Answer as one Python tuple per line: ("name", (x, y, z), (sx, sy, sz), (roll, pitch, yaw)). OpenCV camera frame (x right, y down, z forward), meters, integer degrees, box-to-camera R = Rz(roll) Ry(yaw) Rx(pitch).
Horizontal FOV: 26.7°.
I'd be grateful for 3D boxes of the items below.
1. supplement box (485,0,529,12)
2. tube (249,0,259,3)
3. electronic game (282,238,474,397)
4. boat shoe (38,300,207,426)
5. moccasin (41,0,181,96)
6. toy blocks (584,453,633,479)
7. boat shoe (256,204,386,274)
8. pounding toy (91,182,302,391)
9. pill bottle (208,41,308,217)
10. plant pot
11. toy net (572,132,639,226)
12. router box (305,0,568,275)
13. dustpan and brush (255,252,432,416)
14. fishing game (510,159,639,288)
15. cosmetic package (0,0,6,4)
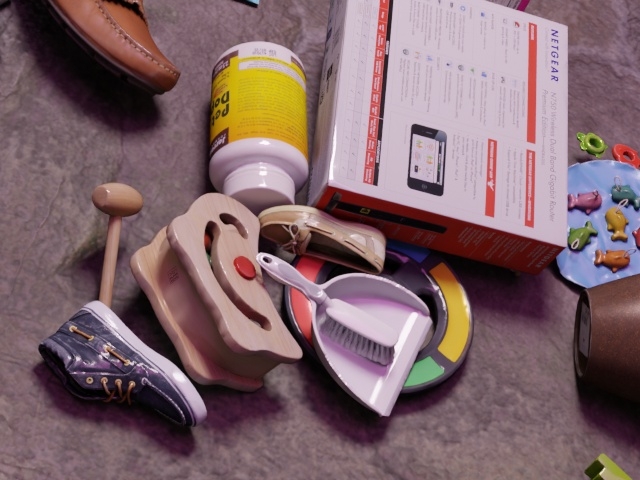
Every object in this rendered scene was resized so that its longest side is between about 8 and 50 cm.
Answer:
("supplement box", (0.169, -0.358, 1.855), (0.220, 0.114, 0.111), (2, 55, -19))
("tube", (-0.176, -0.375, 1.796), (0.207, 0.052, 0.080), (16, 62, -15))
("electronic game", (0.068, 0.077, 1.556), (0.229, 0.048, 0.229), (9, 54, -13))
("boat shoe", (-0.208, 0.148, 1.409), (0.183, 0.065, 0.083), (39, 56, 17))
("moccasin", (-0.271, -0.334, 1.664), (0.147, 0.139, 0.380), (-37, 60, 8))
("toy blocks", (0.349, 0.429, 1.344), (0.381, 0.191, 0.261), (43, 65, 13))
("boat shoe", (0.000, 0.001, 1.538), (0.153, 0.056, 0.048), (15, 50, -10))
("pounding toy", (-0.144, 0.052, 1.491), (0.154, 0.155, 0.269), (-10, 66, -57))
("pill bottle", (-0.074, -0.124, 1.604), (0.117, 0.117, 0.215), (8, 54, -13))
("plant pot", (0.418, 0.114, 1.568), (0.230, 0.215, 0.215), (4, 54, 1))
("toy net", (0.424, -0.051, 1.770), (0.232, 0.045, 0.122), (26, 50, -1))
("router box", (0.149, -0.150, 1.641), (0.301, 0.082, 0.335), (15, 59, -13))
("dustpan and brush", (0.017, 0.079, 1.474), (0.211, 0.060, 0.147), (29, 59, -2))
("fishing game", (0.363, -0.019, 1.691), (0.264, 0.041, 0.189), (0, 70, -6))
("cosmetic package", (-0.579, -0.392, 1.491), (0.329, 0.327, 0.393), (42, 55, 12))
